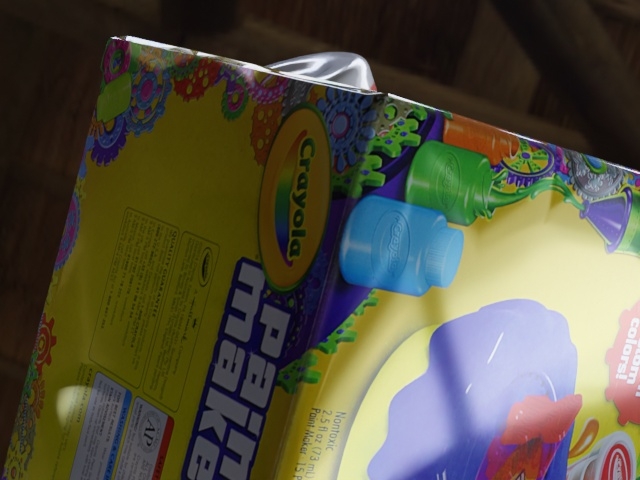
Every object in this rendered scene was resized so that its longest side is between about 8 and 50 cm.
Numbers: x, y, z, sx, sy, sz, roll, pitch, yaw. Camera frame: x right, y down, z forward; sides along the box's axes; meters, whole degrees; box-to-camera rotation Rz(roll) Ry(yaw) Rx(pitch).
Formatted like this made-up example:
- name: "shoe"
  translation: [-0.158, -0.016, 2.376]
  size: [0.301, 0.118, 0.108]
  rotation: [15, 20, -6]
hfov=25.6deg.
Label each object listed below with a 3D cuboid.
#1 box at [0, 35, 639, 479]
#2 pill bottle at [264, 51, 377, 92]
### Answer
- name: "box"
  translation: [0.037, 0.097, 0.572]
  size: [0.279, 0.289, 0.177]
  rotation: [11, -174, -38]
- name: "pill bottle"
  translation: [0.000, 0.000, 0.798]
  size: [0.108, 0.193, 0.108]
  rotation: [-15, -162, 5]
